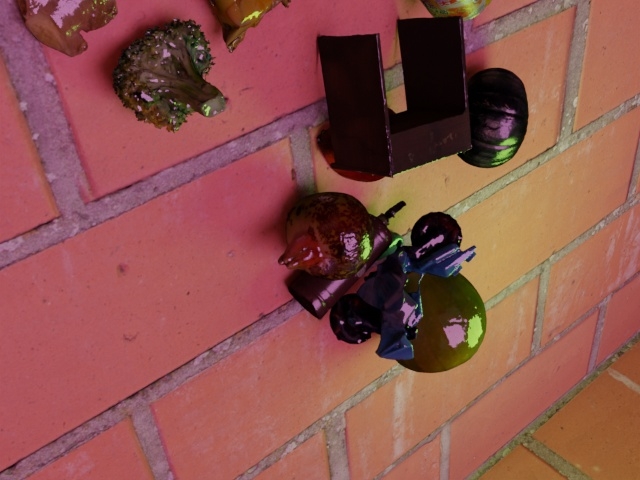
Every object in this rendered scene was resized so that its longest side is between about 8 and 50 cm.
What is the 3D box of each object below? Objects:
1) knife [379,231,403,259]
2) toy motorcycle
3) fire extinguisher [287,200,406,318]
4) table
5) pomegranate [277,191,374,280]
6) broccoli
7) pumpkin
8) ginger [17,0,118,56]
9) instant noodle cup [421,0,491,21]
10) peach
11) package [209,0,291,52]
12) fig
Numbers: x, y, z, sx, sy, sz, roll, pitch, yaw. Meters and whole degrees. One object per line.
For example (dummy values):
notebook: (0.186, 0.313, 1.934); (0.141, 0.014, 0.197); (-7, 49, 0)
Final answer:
knife: (0.110, 0.048, 1.926); (0.260, 0.034, 0.063); (-28, 130, -24)
toy motorcycle: (0.221, 0.130, 1.839); (0.416, 0.232, 0.172); (-45, 173, -2)
fire extinguisher: (0.076, 0.033, 1.804); (0.114, 0.135, 0.337); (45, 78, -6)
table: (0.156, -0.307, 1.557); (0.251, 0.196, 0.282); (-22, 114, -32)
pomegranate: (0.000, 0.000, 1.637); (0.248, 0.214, 0.214); (-29, 135, -44)
broccoli: (-0.235, -0.263, 1.243); (0.220, 0.194, 0.194); (-21, 130, -41)
pumpkin: (0.411, -0.308, 1.854); (0.250, 0.216, 0.250); (23, 90, -81)
ginger: (-0.361, -0.389, 1.127); (0.137, 0.074, 0.213); (34, 85, -50)
instant noodle cup: (0.270, -0.562, 1.546); (0.205, 0.205, 0.153); (-54, 151, -1)
peach: (0.111, -0.217, 1.714); (0.279, 0.068, 0.189); (-5, 118, -42)
package: (-0.143, -0.454, 1.277); (0.168, 0.090, 0.226); (-46, 137, -14)
fig: (0.293, 0.191, 2.020); (0.316, 0.316, 0.316); (-25, 132, -31)
